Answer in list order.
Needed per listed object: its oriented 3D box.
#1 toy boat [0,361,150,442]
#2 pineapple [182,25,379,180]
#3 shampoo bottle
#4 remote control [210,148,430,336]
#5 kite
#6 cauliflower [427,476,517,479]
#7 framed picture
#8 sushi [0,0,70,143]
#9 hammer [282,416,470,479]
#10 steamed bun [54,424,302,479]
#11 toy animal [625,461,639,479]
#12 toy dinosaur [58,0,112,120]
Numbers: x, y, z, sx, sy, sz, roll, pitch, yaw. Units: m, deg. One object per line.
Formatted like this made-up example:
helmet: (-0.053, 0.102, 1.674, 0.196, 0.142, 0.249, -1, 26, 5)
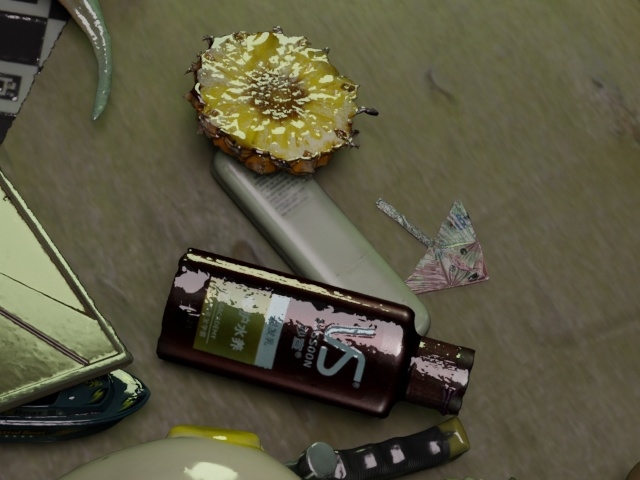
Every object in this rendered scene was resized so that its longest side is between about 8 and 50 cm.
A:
toy boat: (-0.296, 0.155, 1.734, 0.246, 0.103, 0.093, 3, 45, -11)
pineapple: (-0.047, -0.151, 1.882, 0.221, 0.047, 0.221, 9, 53, -12)
shampoo bottle: (-0.002, 0.108, 1.776, 0.323, 0.084, 0.129, 16, 94, 4)
remote control: (0.001, 0.000, 1.861, 0.090, 0.038, 0.309, -38, 79, -20)
kite: (0.121, 0.006, 1.893, 0.152, 0.005, 0.137, 29, 68, 5)
cauliflower: (0.140, 0.366, 1.668, 0.239, 0.256, 0.315, -29, 106, -20)
framed picture: (-0.352, 0.047, 1.739, 0.213, 0.016, 0.289, -19, 60, -39)
sushi: (-0.475, -0.223, 1.865, 0.320, 0.069, 0.339, 24, 69, 2)
hammer: (0.044, 0.230, 1.744, 0.226, 0.159, 0.041, -10, 72, -31)
steamed bun: (-0.151, 0.349, 1.565, 0.374, 0.334, 0.334, -27, 75, -8)
toy animal: (0.318, 0.325, 1.747, 0.186, 0.093, 0.214, 22, 67, -19)
toy dinosaur: (-0.267, -0.322, 1.912, 0.205, 0.092, 0.393, -1, 85, -13)
